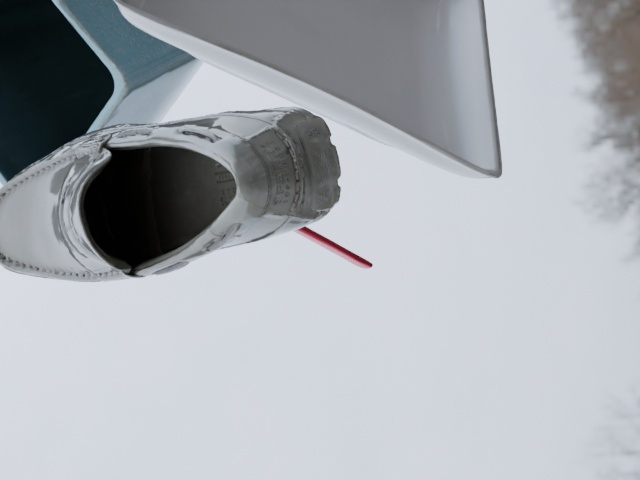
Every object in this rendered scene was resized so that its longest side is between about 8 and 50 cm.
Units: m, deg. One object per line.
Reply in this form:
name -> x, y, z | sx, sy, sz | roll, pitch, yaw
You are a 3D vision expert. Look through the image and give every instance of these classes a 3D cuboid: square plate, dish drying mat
square plate -> -0.010, -0.206, 1.424 | 0.049, 0.347, 0.344 | -56, 19, 34
dish drying mat -> 0.000, 0.000, 1.272 | 0.008, 0.083, 0.032 | -62, 14, -4

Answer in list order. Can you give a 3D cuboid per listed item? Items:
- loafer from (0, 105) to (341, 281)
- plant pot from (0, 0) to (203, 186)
loafer -> -0.132, -0.028, 1.132 | 0.111, 0.319, 0.112 | -16, -89, -50
plant pot -> -0.244, -0.220, 1.766 | 0.247, 0.248, 0.252 | 50, -137, 8
